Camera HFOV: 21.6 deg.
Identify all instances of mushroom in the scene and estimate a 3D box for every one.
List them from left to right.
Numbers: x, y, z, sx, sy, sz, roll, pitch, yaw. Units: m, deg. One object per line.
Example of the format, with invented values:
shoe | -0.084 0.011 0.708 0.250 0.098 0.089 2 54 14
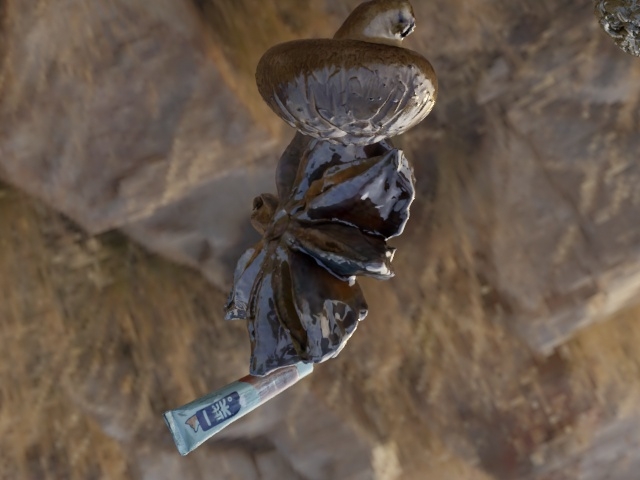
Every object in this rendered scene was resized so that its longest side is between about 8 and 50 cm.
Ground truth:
mushroom | 0.019 -0.100 1.062 0.109 0.085 0.126 -26 -176 -3

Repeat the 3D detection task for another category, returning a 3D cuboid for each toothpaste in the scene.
toothpaste | -0.096 0.188 2.013 0.205 0.056 0.036 -27 -174 -33

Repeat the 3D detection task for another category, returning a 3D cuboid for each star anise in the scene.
star anise | 0.001 -0.001 1.829 0.117 0.332 0.332 17 131 -29

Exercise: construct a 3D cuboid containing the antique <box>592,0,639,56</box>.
antique | 0.383 -0.273 1.826 0.148 0.146 0.152 -55 143 -11
